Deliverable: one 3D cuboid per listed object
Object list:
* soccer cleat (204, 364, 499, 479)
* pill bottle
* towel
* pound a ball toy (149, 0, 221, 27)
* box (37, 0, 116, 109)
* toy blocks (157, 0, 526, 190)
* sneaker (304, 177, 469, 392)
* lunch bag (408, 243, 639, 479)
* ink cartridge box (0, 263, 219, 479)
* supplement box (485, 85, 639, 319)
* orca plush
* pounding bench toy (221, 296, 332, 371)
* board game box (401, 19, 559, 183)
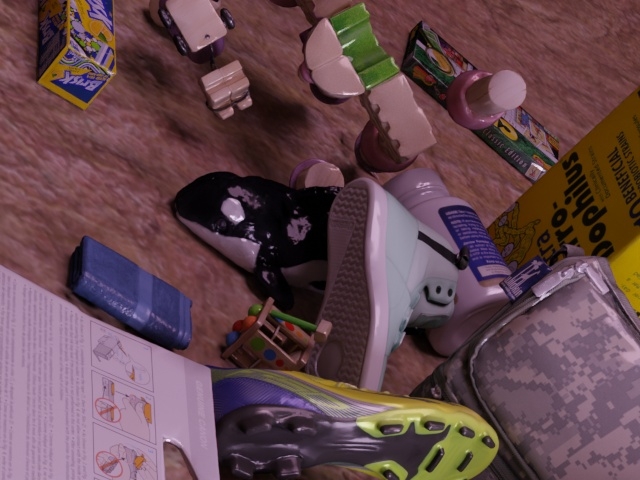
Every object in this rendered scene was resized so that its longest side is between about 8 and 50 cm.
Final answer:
[{"bbox_3d":[0.024,0.150,1.575,0.289,0.093,0.121,8,29,-29],"label":"soccer cleat"},{"bbox_3d":[0.129,0.019,1.954,0.112,0.112,0.186,13,42,-49],"label":"pill bottle"},{"bbox_3d":[-0.162,0.048,1.575,0.119,0.029,0.067,34,28,-25],"label":"towel"},{"bbox_3d":[-0.209,-0.382,2.053,0.319,0.136,0.208,-93,158,-54],"label":"pound a ball toy"},{"bbox_3d":[-0.238,-0.205,1.800,0.059,0.054,0.169,30,30,-28],"label":"box"},{"bbox_3d":[0.007,-0.188,1.977,0.288,0.309,0.260,61,-11,-5],"label":"toy blocks"},{"bbox_3d":[0.073,0.080,1.735,0.151,0.094,0.256,30,56,-35],"label":"sneaker"},{"bbox_3d":[0.242,0.190,1.707,0.305,0.256,0.212,55,27,19],"label":"lunch bag"},{"bbox_3d":[-0.191,0.159,1.329,0.261,0.066,0.296,31,30,-29],"label":"ink cartridge box"},{"bbox_3d":[0.344,0.011,2.001,0.195,0.356,0.194,30,30,-30],"label":"supplement box"},{"bbox_3d":[0.000,0.000,1.800,0.287,0.102,0.151,37,27,-18],"label":"orca plush"},{"bbox_3d":[-0.038,0.083,1.644,0.065,0.083,0.052,42,26,-9],"label":"pounding bench toy"},{"bbox_3d":[0.218,-0.181,2.471,0.260,0.030,0.136,39,29,-13],"label":"board game box"}]
